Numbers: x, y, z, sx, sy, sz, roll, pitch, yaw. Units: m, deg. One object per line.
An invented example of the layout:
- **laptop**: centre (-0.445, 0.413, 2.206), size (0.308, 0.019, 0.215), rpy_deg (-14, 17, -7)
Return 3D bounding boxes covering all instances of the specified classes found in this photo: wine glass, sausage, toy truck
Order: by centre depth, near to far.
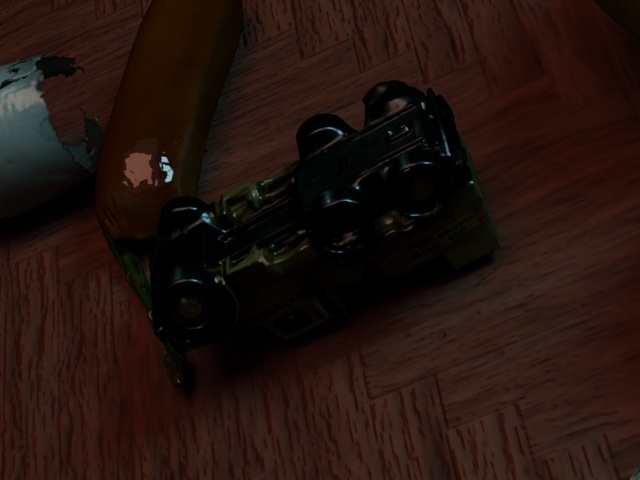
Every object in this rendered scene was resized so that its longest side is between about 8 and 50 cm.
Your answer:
- **toy truck**: centre (-0.004, -0.002, 1.208), size (0.257, 0.127, 0.127), rpy_deg (-25, 36, 10)
- **sausage**: centre (-0.132, -0.125, 1.431), size (0.089, 0.083, 0.300), rpy_deg (6, 52, 7)
- **wine glass**: centre (-0.349, -0.064, 1.470), size (0.321, 0.143, 0.143), rpy_deg (-15, 45, 15)

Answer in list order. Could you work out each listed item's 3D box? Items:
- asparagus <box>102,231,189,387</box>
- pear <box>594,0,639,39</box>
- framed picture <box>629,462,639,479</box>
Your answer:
- **asparagus**: centre (-0.139, 0.047, 1.321), size (0.023, 0.022, 0.233), rpy_deg (4, 31, -26)
- **pear**: centre (0.304, -0.268, 1.145), size (0.309, 0.309, 0.309), rpy_deg (-17, 44, 17)
- **framed picture**: centre (0.200, 0.241, 0.932), size (0.197, 0.014, 0.252), rpy_deg (23, 66, 44)
